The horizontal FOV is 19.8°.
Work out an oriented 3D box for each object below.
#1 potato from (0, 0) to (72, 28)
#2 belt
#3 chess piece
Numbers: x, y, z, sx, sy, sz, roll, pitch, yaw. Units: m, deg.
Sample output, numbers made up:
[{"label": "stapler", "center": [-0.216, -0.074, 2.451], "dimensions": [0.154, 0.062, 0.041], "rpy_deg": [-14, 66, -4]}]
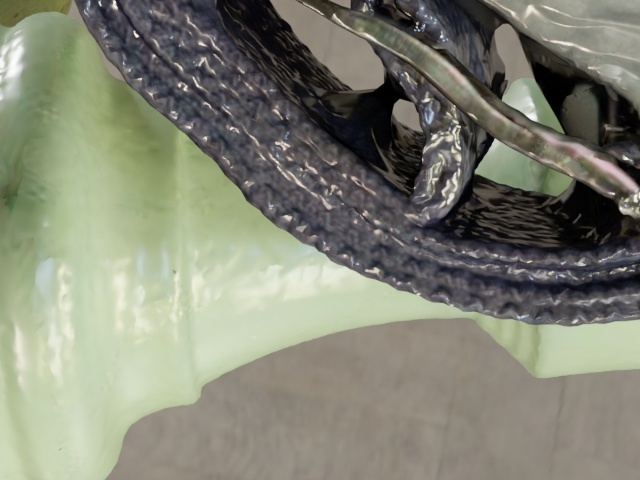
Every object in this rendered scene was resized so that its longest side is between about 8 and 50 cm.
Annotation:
[{"label": "potato", "center": [-0.219, -0.131, 0.895], "dimensions": [0.186, 0.253, 0.148], "rpy_deg": [-23, 80, 28]}, {"label": "belt", "center": [0.030, -0.066, 0.560], "dimensions": [0.230, 0.140, 0.126], "rpy_deg": [32, 16, 5]}, {"label": "chess piece", "center": [0.000, 0.000, 0.744], "dimensions": [0.299, 0.194, 0.195], "rpy_deg": [-3, 53, -1]}]
